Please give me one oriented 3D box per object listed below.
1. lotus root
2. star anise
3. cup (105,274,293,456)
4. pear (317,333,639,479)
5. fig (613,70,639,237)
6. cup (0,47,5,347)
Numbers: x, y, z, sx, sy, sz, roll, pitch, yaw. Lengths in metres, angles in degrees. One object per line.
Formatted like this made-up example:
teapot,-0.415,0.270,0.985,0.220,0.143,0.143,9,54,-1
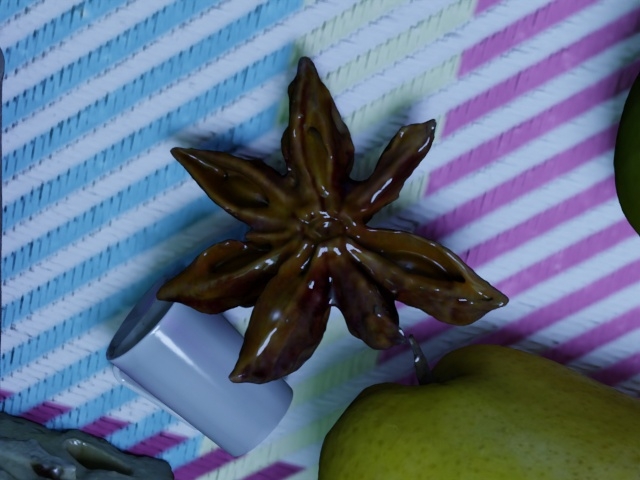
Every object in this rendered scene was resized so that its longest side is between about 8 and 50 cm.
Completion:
lotus root,-0.228,0.181,1.240,0.235,0.138,0.119,18,104,5
star anise,-0.004,0.003,1.132,0.196,0.111,0.212,-39,83,-12
cup,-0.088,0.088,1.213,0.116,0.074,0.104,44,135,-17
pear,0.154,0.214,1.115,0.285,0.285,0.336,-39,109,20
fig,0.267,-0.063,1.050,0.203,0.203,0.225,49,147,-14
cup,-0.282,0.017,1.092,0.208,0.288,0.273,-10,121,-28
